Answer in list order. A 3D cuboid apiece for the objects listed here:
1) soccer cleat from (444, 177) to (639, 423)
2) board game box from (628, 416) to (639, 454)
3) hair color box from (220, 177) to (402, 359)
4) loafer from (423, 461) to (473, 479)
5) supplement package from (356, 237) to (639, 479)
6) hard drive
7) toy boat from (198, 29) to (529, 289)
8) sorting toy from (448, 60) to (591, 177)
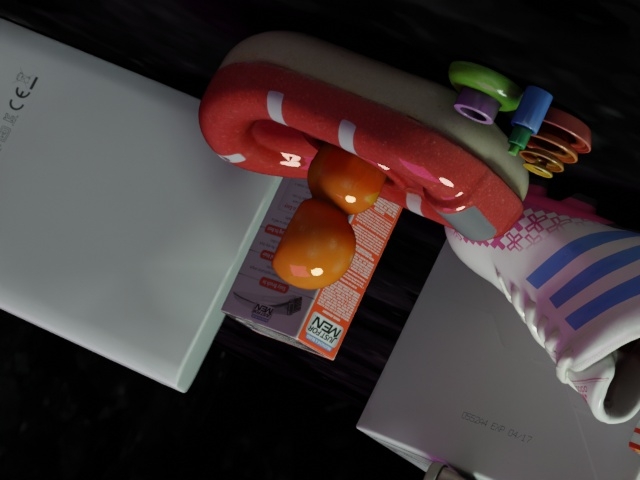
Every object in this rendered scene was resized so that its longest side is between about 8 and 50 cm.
[{"bbox_3d":[0.182,0.045,1.328,0.116,0.143,0.331,31,170,-34],"label":"soccer cleat"},{"bbox_3d":[0.310,0.120,1.401,0.045,0.147,0.193,18,168,40],"label":"board game box"},{"bbox_3d":[0.000,0.000,1.499,0.093,0.167,0.053,18,169,45],"label":"hair color box"},{"bbox_3d":[0.112,0.208,1.484,0.039,0.045,0.125,15,163,25],"label":"loafer"},{"bbox_3d":[0.201,0.120,1.521,0.262,0.204,0.145,18,167,42],"label":"supplement package"},{"bbox_3d":[-0.220,-0.044,1.647,0.353,0.233,0.047,23,170,18],"label":"hard drive"},{"bbox_3d":[0.013,-0.038,1.267,0.231,0.151,0.151,24,172,34],"label":"toy boat"},{"bbox_3d":[0.118,-0.069,1.160,0.102,0.042,0.061,27,171,-9],"label":"sorting toy"}]
